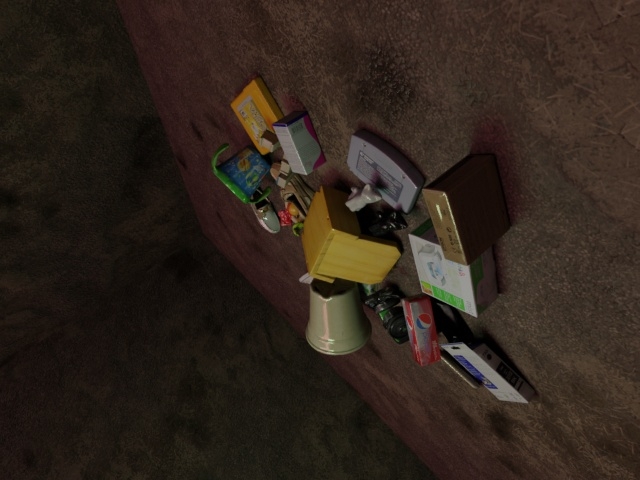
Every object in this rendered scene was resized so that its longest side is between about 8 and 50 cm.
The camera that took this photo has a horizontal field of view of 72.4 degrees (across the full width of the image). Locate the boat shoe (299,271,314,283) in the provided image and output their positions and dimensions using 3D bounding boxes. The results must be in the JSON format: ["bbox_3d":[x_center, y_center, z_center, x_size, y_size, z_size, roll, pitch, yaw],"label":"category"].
[{"bbox_3d":[-0.046,0.221,2.565,0.088,0.096,0.267,56,149,4],"label":"boat shoe"}]

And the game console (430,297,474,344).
[{"bbox_3d":[0.464,0.336,1.831,0.213,0.044,0.361,55,155,-5],"label":"game console"}]

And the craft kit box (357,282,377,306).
[{"bbox_3d":[0.170,0.175,2.138,0.250,0.061,0.246,35,154,35],"label":"craft kit box"}]

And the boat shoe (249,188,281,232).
[{"bbox_3d":[-0.325,-0.171,2.491,0.302,0.113,0.103,53,163,1],"label":"boat shoe"}]

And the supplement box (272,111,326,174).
[{"bbox_3d":[-0.082,-0.385,1.732,0.114,0.111,0.220,21,141,52],"label":"supplement box"}]

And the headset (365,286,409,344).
[{"bbox_3d":[0.284,0.314,1.895,0.394,0.185,0.243,78,165,-54],"label":"headset"}]

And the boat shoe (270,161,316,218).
[{"bbox_3d":[-0.133,-0.236,2.040,0.341,0.110,0.121,44,155,20],"label":"boat shoe"}]

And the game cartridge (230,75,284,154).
[{"bbox_3d":[-0.262,-0.535,1.931,0.285,0.053,0.324,58,157,-14],"label":"game cartridge"}]

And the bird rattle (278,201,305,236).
[{"bbox_3d":[-0.119,-0.144,2.195,0.253,0.143,0.206,46,148,48],"label":"bird rattle"}]

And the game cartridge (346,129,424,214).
[{"bbox_3d":[0.213,-0.235,1.471,0.294,0.060,0.196,44,159,19],"label":"game cartridge"}]

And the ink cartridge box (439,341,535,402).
[{"bbox_3d":[0.621,0.475,1.645,0.333,0.065,0.165,42,158,-3],"label":"ink cartridge box"}]

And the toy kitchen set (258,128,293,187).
[{"bbox_3d":[-0.181,-0.367,1.900,0.166,0.122,0.207,30,143,5],"label":"toy kitchen set"}]

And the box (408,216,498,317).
[{"bbox_3d":[0.434,0.080,1.417,0.231,0.127,0.262,27,145,49],"label":"box"}]

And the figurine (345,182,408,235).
[{"bbox_3d":[0.199,-0.113,1.545,0.215,0.092,0.209,46,169,-9],"label":"figurine"}]

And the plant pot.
[{"bbox_3d":[0.076,0.322,2.112,0.334,0.334,0.305,28,135,44],"label":"plant pot"}]

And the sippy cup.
[{"bbox_3d":[-0.371,-0.339,2.153,0.240,0.224,0.305,44,179,17],"label":"sippy cup"}]

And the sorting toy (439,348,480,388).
[{"bbox_3d":[0.543,0.499,1.837,0.307,0.041,0.229,42,179,26],"label":"sorting toy"}]

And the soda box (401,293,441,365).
[{"bbox_3d":[0.397,0.350,1.722,0.083,0.092,0.263,-163,59,-77],"label":"soda box"}]

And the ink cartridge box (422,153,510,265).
[{"bbox_3d":[0.393,-0.083,1.167,0.088,0.193,0.234,19,140,56],"label":"ink cartridge box"}]

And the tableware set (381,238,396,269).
[{"bbox_3d":[0.268,0.057,1.828,0.104,0.024,0.154,-4,119,59],"label":"tableware set"}]

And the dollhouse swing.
[{"bbox_3d":[0.123,-0.012,1.828,0.346,0.305,0.315,113,151,-51],"label":"dollhouse swing"}]
